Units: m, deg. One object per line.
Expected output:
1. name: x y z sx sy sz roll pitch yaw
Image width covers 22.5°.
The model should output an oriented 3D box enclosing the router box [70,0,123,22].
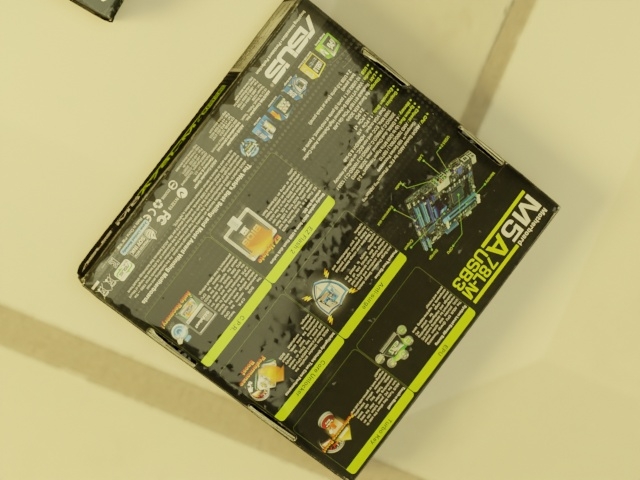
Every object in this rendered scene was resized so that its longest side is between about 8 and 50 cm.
1. router box: -0.136 -0.179 0.805 0.122 0.038 0.092 29 91 -13

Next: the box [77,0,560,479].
1. box: 0.000 0.000 0.851 0.184 0.045 0.190 37 87 -15
